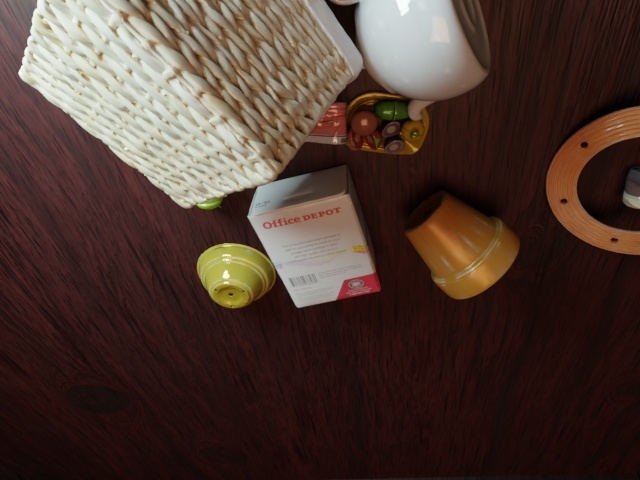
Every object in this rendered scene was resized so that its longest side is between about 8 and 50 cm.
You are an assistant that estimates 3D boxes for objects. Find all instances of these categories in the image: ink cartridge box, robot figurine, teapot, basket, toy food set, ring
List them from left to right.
[{"bbox_3d":[-0.181,-0.250,0.601,0.329,0.266,0.331,-7,138,50],"label":"basket"},{"bbox_3d":[-0.257,-0.118,0.920,0.101,0.067,0.115,1,131,9],"label":"robot figurine"},{"bbox_3d":[0.000,0.000,0.971,0.227,0.131,0.306,-12,128,12],"label":"ink cartridge box"},{"bbox_3d":[0.111,-0.220,0.818,0.218,0.071,0.128,6,130,-3],"label":"toy food set"},{"bbox_3d":[0.135,-0.325,0.637,0.187,0.253,0.255,-12,100,35],"label":"teapot"},{"bbox_3d":[0.648,-0.113,0.835,0.337,0.032,0.336,22,137,22],"label":"ring"}]

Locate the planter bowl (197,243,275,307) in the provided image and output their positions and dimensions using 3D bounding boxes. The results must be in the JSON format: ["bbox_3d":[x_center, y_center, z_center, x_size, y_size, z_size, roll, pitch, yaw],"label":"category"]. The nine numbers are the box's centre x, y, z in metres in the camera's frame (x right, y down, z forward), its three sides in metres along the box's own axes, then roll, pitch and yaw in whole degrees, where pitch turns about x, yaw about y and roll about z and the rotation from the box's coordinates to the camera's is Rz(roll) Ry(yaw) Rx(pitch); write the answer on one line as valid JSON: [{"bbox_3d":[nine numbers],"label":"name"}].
[{"bbox_3d":[-0.233,0.118,1.106,0.218,0.090,0.217,1,131,1],"label":"planter bowl"}]

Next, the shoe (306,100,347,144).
[{"bbox_3d":[-0.029,-0.236,0.805,0.178,0.063,0.081,11,113,25],"label":"shoe"}]

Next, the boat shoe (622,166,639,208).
[{"bbox_3d":[0.783,-0.114,0.825,0.286,0.103,0.092,4,129,38],"label":"boat shoe"}]

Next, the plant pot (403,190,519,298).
[{"bbox_3d":[0.298,-0.004,0.929,0.188,0.205,0.205,40,122,-10],"label":"plant pot"}]
